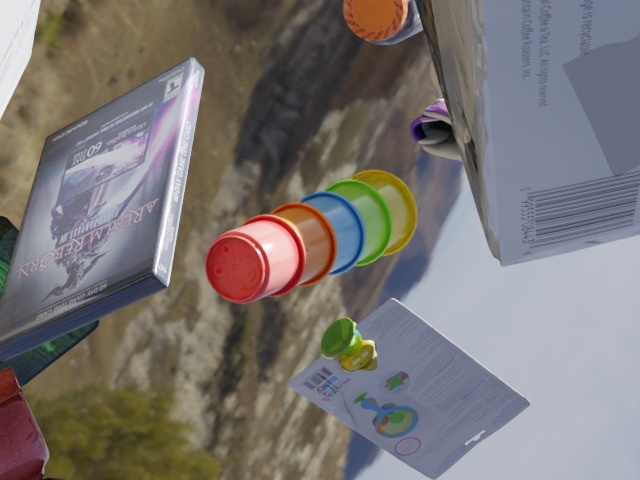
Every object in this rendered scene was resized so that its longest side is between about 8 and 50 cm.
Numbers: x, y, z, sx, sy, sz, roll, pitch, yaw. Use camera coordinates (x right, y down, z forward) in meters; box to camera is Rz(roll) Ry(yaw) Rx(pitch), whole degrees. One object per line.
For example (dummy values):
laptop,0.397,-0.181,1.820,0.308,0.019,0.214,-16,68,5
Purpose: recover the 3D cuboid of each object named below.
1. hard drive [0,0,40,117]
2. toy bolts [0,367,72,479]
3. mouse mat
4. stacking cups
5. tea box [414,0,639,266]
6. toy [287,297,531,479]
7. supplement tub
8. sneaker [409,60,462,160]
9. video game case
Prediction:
hard drive,-0.272,-0.192,1.016,0.353,0.047,0.233,121,-13,-55
toy bolts,-0.214,0.180,0.634,0.228,0.158,0.218,-25,-171,-9
mouse mat,-0.390,0.079,1.571,0.152,0.189,0.007,-38,-168,11
stacking cups,0.000,0.000,1.197,0.096,0.096,0.316,-62,166,21
tea box,0.134,-0.209,0.566,0.329,0.220,0.323,67,9,-67
toy,0.088,0.141,1.258,0.137,0.237,0.056,-41,-140,16
supplement tub,0.108,-0.353,1.848,0.117,0.117,0.190,-62,169,27
sneaker,0.178,-0.191,1.702,0.282,0.161,0.102,-129,-150,-57
video game case,-0.201,-0.034,1.146,0.196,0.026,0.274,-24,-140,27
